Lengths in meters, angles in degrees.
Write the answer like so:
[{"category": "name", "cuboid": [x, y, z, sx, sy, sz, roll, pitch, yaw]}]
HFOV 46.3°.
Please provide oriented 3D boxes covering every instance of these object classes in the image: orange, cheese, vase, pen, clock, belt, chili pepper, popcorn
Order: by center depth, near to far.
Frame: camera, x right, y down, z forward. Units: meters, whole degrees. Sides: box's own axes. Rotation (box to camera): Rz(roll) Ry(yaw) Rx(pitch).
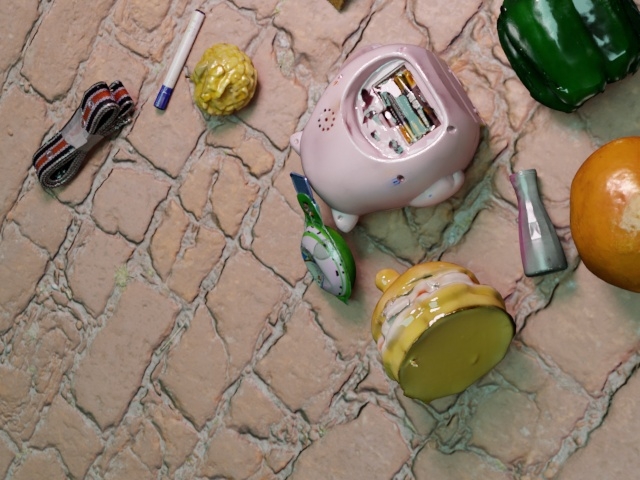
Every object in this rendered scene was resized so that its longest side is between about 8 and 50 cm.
[{"category": "orange", "cuboid": [0.567, -0.044, 1.349, 0.226, 0.284, 0.284, -6, 87, 17]}, {"category": "chili pepper", "cuboid": [0.479, -0.388, 1.428, 0.248, 0.233, 0.257, -31, 83, 25]}, {"category": "vase", "cuboid": [0.435, -0.037, 1.523, 0.086, 0.086, 0.214, -15, 79, 23]}, {"category": "clock", "cuboid": [0.125, -0.217, 1.568, 0.376, 0.250, 0.368, -34, 78, 20]}, {"category": "cheese", "cuboid": [0.000, 0.000, 1.648, 0.083, 0.204, 0.320, -27, 112, -15]}, {"category": "popcorn", "cuboid": [-0.238, -0.385, 1.799, 0.170, 0.180, 0.180, 24, 100, -6]}, {"category": "pen", "cuboid": [-0.360, -0.460, 1.909, 0.033, 0.033, 0.269, 30, 102, 22]}, {"category": "belt", "cuboid": [-0.637, -0.278, 1.984, 0.359, 0.126, 0.094, -40, 72, 20]}]

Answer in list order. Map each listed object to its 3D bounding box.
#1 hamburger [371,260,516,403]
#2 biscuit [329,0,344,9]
[{"category": "hamburger", "cuboid": [0.225, 0.162, 1.524, 0.276, 0.276, 0.237, -49, 41, 16]}, {"category": "biscuit", "cuboid": [-0.009, -0.643, 1.714, 0.025, 0.131, 0.231, -32, 73, -23]}]
